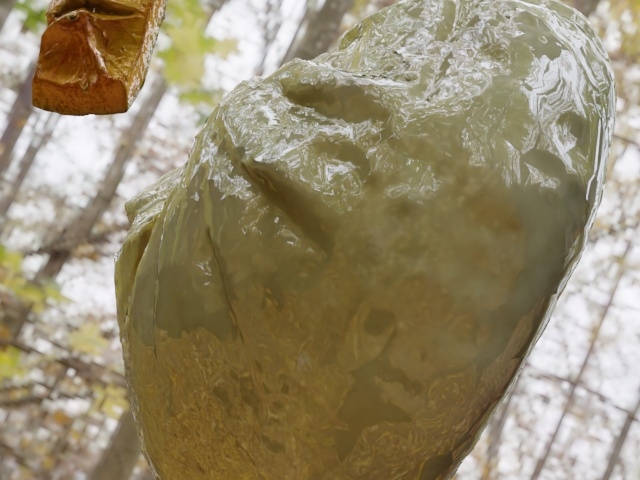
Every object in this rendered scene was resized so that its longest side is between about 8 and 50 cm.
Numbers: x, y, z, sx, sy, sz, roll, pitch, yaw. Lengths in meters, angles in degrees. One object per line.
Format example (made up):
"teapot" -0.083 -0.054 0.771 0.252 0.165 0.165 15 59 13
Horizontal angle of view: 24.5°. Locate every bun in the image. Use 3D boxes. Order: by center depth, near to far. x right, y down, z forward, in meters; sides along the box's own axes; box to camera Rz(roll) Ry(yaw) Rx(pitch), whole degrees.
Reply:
"bun" 0.000 0.000 0.485 0.127 0.222 0.222 27 -12 -4

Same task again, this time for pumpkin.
"pumpkin" -0.137 -0.127 0.916 0.073 0.101 0.035 9 -14 10
